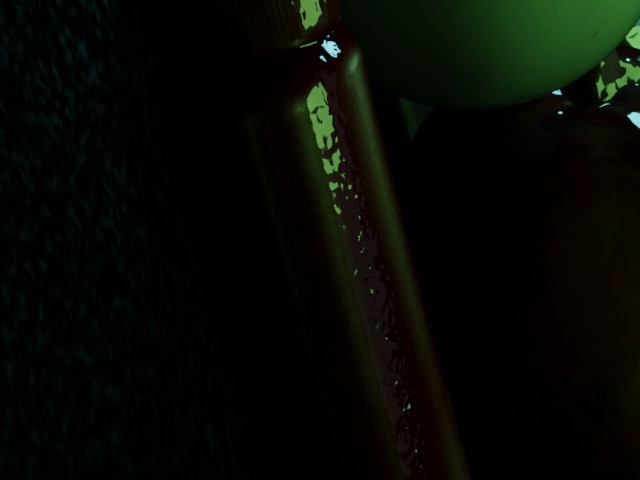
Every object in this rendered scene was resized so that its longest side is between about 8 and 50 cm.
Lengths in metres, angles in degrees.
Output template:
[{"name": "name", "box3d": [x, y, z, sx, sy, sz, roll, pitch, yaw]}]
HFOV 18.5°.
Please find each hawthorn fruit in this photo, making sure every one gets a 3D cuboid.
[{"name": "hawthorn fruit", "box3d": [0.133, 0.003, 0.971, 0.215, 0.215, 0.250, -78, 176, -61]}]

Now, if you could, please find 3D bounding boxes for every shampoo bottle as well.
[{"name": "shampoo bottle", "box3d": [0.000, 0.000, 0.731, 0.102, 0.064, 0.260, -66, 143, -67]}]

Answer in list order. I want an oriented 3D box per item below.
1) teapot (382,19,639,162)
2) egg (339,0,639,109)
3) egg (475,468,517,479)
[{"name": "teapot", "box3d": [0.148, -0.077, 1.153, 0.221, 0.178, 0.163, 56, 30, -44]}, {"name": "egg", "box3d": [0.063, -0.164, 0.880, 0.264, 0.183, 0.183, -95, 169, -58]}, {"name": "egg", "box3d": [0.178, 0.098, 1.173, 0.186, 0.186, 0.242, 46, 30, -69]}]
